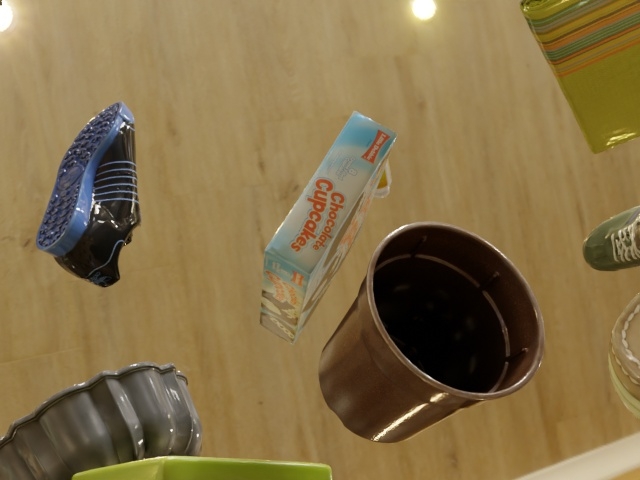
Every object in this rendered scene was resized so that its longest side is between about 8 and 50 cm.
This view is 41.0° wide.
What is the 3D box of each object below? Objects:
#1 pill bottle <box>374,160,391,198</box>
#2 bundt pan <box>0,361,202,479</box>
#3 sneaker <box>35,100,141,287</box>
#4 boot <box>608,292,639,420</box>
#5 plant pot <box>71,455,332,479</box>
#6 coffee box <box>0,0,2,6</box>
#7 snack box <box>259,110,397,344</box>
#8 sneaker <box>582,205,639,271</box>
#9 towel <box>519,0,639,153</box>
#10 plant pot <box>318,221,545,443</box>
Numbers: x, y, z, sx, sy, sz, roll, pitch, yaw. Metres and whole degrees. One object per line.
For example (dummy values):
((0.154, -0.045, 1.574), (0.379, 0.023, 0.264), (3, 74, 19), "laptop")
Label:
((0.085, -0.104, 1.311), (0.043, 0.043, 0.083), (-44, -39, -27), "pill bottle")
((-0.306, 0.323, 1.209), (0.331, 0.331, 0.124), (-21, -120, -30), "bundt pan")
((-0.240, -0.052, 0.954), (0.090, 0.081, 0.232), (46, -142, -36), "sneaker")
((0.177, -0.029, 0.269), (0.213, 0.077, 0.165), (-29, -45, 9), "boot")
((-0.136, 0.357, 0.948), (0.228, 0.227, 0.207), (15, -115, -37), "plant pot")
((-0.535, -0.364, 1.165), (0.184, 0.113, 0.040), (-1, -105, -15), "coffee box")
((0.000, 0.000, 1.022), (0.060, 0.322, 0.187), (30, -109, 5), "snack box")
((0.344, -0.009, 0.892), (0.086, 0.192, 0.064), (-8, -100, -44), "sneaker")
((0.212, -0.126, 0.587), (0.237, 0.102, 0.021), (31, -138, -59), "towel")
((0.085, 0.096, 0.772), (0.167, 0.165, 0.167), (12, -126, -17), "plant pot")
